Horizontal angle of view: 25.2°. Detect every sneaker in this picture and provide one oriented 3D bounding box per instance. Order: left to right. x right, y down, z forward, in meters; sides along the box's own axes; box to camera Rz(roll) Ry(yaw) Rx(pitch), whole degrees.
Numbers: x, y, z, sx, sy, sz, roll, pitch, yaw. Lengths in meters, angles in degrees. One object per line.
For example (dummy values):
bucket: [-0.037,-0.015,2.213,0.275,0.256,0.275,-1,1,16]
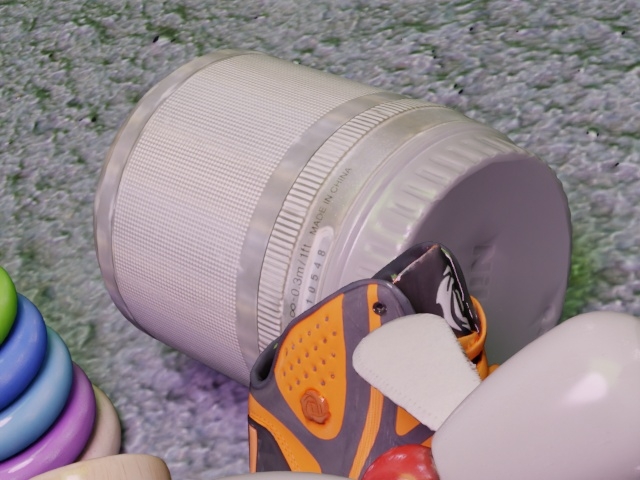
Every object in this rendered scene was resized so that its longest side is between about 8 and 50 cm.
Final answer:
sneaker: [0.094,0.091,0.712,0.321,0.180,0.124,-4,9,26]

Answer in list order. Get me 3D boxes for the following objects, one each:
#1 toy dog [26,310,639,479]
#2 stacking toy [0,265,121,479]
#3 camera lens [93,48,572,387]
toy dog: [0.020,0.142,0.640,0.333,0.161,0.220,-7,81,30]
stacking toy: [-0.249,0.048,0.928,0.141,0.330,0.141,-12,41,11]
camera lens: [0.000,0.000,0.961,0.274,0.219,0.219,22,56,40]
